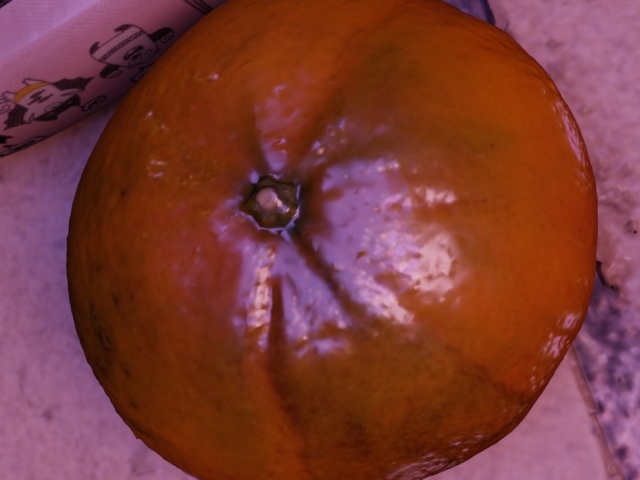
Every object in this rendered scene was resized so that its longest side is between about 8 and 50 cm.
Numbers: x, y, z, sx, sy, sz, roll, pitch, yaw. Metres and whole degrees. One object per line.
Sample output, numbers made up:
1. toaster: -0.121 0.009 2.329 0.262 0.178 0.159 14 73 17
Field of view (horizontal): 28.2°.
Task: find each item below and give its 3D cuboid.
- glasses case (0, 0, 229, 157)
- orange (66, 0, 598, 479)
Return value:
1. glasses case: -0.088 -0.129 0.622 0.314 0.122 0.075 -31 83 11
2. orange: 0.000 0.000 0.556 0.240 0.171 0.240 -1 85 17
